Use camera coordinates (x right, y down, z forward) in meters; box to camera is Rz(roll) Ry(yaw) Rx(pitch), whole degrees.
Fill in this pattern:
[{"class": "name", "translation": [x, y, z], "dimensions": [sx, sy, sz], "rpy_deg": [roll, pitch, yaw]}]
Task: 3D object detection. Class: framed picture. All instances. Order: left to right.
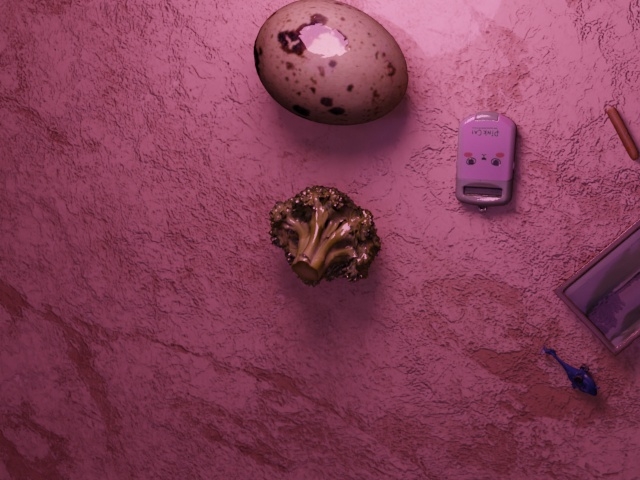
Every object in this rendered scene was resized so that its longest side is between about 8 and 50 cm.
[{"class": "framed picture", "translation": [0.728, 0.101, 1.660], "dimensions": [0.289, 0.016, 0.213], "rpy_deg": [-44, 83, 16]}]

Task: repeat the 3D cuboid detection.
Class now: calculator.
[{"class": "calculator", "translation": [0.402, -0.190, 1.730], "dimensions": [0.141, 0.045, 0.246], "rpy_deg": [6, 104, 20]}]

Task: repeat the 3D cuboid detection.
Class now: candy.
[{"class": "candy", "translation": [0.708, 0.163, 1.694], "dimensions": [0.030, 0.020, 0.083], "rpy_deg": [37, 107, 2]}]

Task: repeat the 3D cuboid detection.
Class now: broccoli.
[{"class": "broccoli", "translation": [0.010, -0.001, 1.828], "dimensions": [0.288, 0.235, 0.260], "rpy_deg": [-5, 65, 30]}]

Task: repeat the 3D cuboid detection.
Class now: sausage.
[{"class": "sausage", "translation": [0.690, -0.243, 1.618], "dimensions": [0.024, 0.024, 0.132], "rpy_deg": [-28, 89, 23]}]

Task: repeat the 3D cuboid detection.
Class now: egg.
[{"class": "egg", "translation": [0.025, -0.420, 1.699], "dimensions": [0.379, 0.287, 0.288], "rpy_deg": [25, 109, 0]}]

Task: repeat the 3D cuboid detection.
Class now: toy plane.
[{"class": "toy plane", "translation": [0.615, 0.323, 1.751], "dimensions": [0.167, 0.054, 0.062], "rpy_deg": [45, 138, 7]}]
